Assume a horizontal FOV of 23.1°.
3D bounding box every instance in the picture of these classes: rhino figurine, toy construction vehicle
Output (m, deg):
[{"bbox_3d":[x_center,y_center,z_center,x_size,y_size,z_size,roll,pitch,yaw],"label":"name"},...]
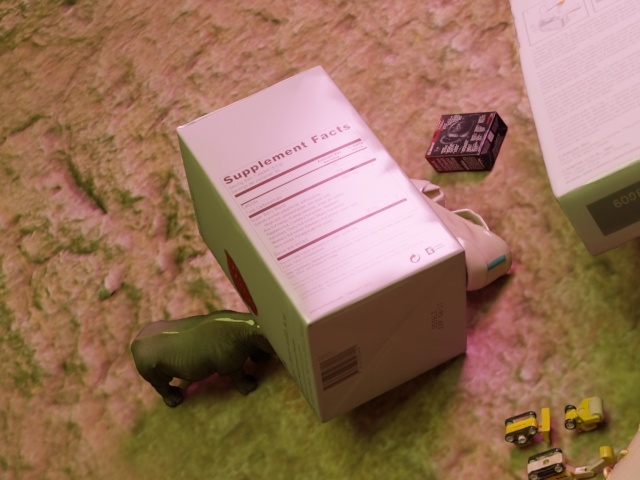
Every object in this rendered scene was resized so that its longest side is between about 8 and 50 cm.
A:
[{"bbox_3d":[-0.102,0.116,1.716,0.243,0.106,0.073,-15,47,30],"label":"rhino figurine"},{"bbox_3d":[0.221,0.189,1.444,0.098,0.035,0.086,-23,32,19],"label":"toy construction vehicle"}]

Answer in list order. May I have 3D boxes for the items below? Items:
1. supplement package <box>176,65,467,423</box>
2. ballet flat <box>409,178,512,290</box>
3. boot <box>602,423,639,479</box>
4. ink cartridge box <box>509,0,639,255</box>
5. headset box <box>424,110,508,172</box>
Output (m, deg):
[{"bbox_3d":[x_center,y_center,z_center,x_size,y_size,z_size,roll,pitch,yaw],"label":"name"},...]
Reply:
[{"bbox_3d":[0.000,0.000,1.590,0.175,0.178,0.293,-25,53,-13],"label":"supplement package"},{"bbox_3d":[0.118,-0.018,1.688,0.086,0.086,0.248,-46,41,-4],"label":"ballet flat"},{"bbox_3d":[0.247,0.216,1.337,0.262,0.095,0.203,7,61,36],"label":"boot"},{"bbox_3d":[0.347,-0.188,1.482,0.308,0.091,0.385,-27,34,18],"label":"ink cartridge box"},{"bbox_3d":[0.160,-0.110,1.759,0.083,0.032,0.062,-2,54,40],"label":"headset box"}]
